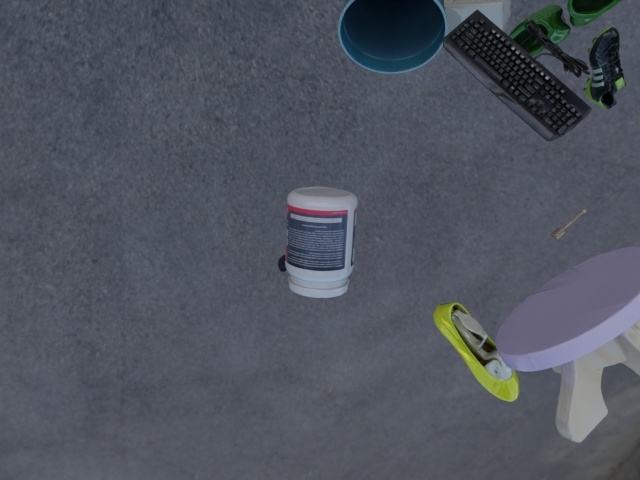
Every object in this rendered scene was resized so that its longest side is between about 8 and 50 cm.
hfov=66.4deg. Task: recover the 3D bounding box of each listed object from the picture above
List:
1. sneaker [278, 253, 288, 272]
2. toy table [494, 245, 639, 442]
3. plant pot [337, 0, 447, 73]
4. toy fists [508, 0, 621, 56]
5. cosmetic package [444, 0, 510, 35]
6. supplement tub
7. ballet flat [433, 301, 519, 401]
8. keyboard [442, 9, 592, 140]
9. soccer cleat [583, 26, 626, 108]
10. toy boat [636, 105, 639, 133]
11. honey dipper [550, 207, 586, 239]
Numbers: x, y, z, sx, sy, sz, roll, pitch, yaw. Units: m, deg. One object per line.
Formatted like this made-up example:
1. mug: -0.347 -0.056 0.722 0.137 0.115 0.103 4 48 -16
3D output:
1. sneaker: -0.047 0.062 1.591 0.082 0.069 0.209 5 164 -42
2. toy table: 0.396 0.145 0.696 0.274 0.252 0.160 -32 97 -6
3. plant pot: 0.193 -0.631 1.275 0.272 0.255 0.271 6 154 3
4. toy fists: 0.559 -0.511 1.110 0.096 0.142 0.279 49 137 -13
5. cosmetic package: 0.396 -0.683 1.465 0.310 0.160 0.113 9 142 26
6. supplement tub: 0.000 0.000 1.335 0.191 0.191 0.272 -2 106 -18
7. ballet flat: 0.312 0.211 0.947 0.077 0.231 0.077 -34 168 -32
8. keyboard: 0.425 -0.363 1.004 0.201 0.317 0.033 -41 170 -12
9. soccer cleat: 0.546 -0.324 0.925 0.060 0.072 0.179 -35 146 3
10. toy boat: 0.779 -0.279 0.985 0.267 0.148 0.318 -40 163 20
11. honey dipper: 0.882 -0.062 1.731 0.161 0.030 0.030 -38 137 -10
